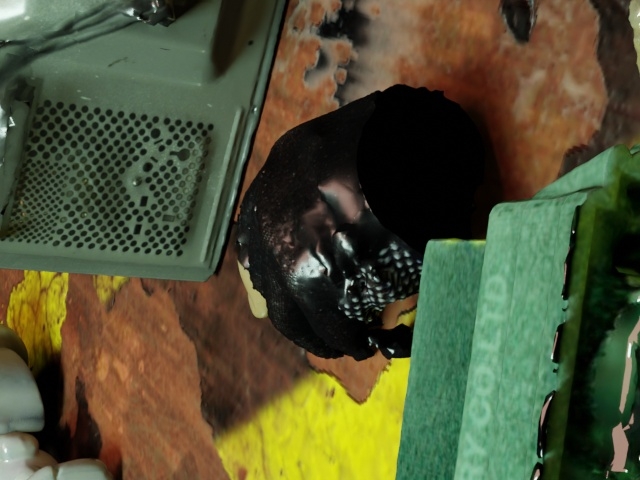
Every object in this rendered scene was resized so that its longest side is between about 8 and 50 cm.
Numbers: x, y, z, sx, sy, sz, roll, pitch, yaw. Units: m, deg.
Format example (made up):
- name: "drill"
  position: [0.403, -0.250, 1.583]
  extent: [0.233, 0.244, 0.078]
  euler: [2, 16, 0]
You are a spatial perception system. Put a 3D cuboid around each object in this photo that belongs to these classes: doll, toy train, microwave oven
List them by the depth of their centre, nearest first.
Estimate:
- name: "toy train"
  position: [0.084, 0.127, 0.396]
  extent: [0.178, 0.139, 0.330]
  euler: [-179, 98, -66]
- name: "microwave oven"
  position: [-0.180, -0.228, 0.767]
  extent: [0.374, 0.236, 0.432]
  euler: [38, 117, 53]
- name: "doll"
  position: [-0.271, 0.166, 0.966]
  extent: [0.271, 0.144, 0.208]
  euler: [-13, 80, 49]

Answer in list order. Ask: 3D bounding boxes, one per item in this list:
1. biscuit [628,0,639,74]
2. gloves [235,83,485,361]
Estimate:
- name: "biscuit"
  position: [0.181, -0.139, 0.371]
  extent: [0.188, 0.040, 0.265]
  euler: [44, 123, 51]
- name: "gloves"
  position: [-0.002, 0.001, 0.575]
  extent: [0.181, 0.106, 0.129]
  euler: [-37, 57, 45]
